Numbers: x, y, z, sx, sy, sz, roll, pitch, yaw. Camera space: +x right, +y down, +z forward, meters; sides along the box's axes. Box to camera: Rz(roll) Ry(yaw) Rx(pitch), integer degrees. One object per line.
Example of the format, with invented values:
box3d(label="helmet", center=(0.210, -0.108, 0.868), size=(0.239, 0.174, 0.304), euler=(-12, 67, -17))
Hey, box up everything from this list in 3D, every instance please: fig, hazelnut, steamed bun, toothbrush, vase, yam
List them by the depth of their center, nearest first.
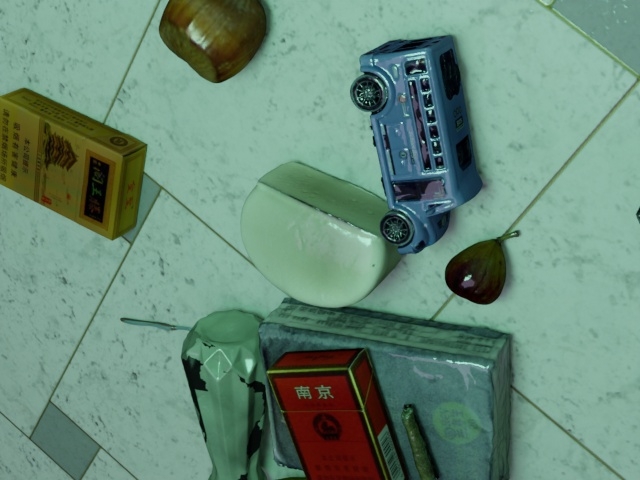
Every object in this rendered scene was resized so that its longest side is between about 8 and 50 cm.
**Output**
box3d(label="fig", center=(0.238, 0.029, 1.386), size=(0.089, 0.089, 0.125), euler=(31, 99, 13))
box3d(label="hazelnut", center=(-0.157, -0.317, 1.410), size=(0.150, 0.150, 0.150), euler=(12, 118, 24))
box3d(label="yam", center=(0.145, 0.308, 1.443), size=(0.033, 0.027, 0.129), euler=(-12, 107, 32))
box3d(label="steamed bun", center=(0.000, 0.000, 1.452), size=(0.242, 0.146, 0.164), euler=(25, 120, 17))
box3d(label="vase", center=(-0.158, 0.302, 1.690), size=(0.165, 0.165, 0.360), euler=(14, 123, 23))
box3d(label="toothbrush", center=(-0.296, 0.161, 1.779), size=(0.193, 0.013, 0.019), euler=(7, 125, 26))

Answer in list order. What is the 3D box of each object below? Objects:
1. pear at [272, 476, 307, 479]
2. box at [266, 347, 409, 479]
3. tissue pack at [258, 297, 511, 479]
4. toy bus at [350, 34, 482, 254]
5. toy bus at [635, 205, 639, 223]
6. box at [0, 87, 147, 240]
box3d(label="pear", center=(-0.020, 0.532, 1.685), size=(0.269, 0.212, 0.212), euler=(36, 126, -4))
box3d(label="box", center=(0.028, 0.286, 1.470), size=(0.153, 0.074, 0.239), euler=(-5, 111, 36))
box3d(label="tissue pack", center=(0.104, 0.261, 1.535), size=(0.394, 0.124, 0.288), euler=(8, 116, 25))
box3d(label="toy bus", center=(0.143, -0.130, 1.325), size=(0.133, 0.125, 0.292), euler=(-3, 110, 29))
box3d(label="toy bus", center=(0.526, -0.041, 1.162), size=(0.234, 0.116, 0.133), euler=(-20, 103, 37))
box3d(label="box", center=(-0.445, -0.137, 1.680), size=(0.274, 0.076, 0.174), euler=(25, 124, 17))
